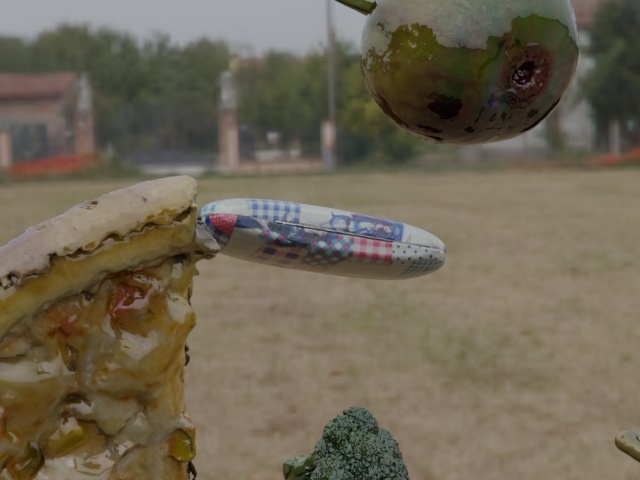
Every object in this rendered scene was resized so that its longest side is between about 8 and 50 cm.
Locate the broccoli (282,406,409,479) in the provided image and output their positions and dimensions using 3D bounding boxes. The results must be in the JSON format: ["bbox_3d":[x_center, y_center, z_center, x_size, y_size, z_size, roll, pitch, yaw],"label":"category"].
[{"bbox_3d":[0.033,0.259,1.505,0.137,0.162,0.146,5,52,34],"label":"broccoli"}]

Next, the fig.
[{"bbox_3d":[0.060,-0.150,0.998,0.149,0.149,0.245,-6,26,-40],"label":"fig"}]

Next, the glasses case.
[{"bbox_3d":[0.000,0.000,1.829,0.327,0.076,0.125,8,-12,-15],"label":"glasses case"}]

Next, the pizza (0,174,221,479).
[{"bbox_3d":[-0.284,0.163,1.344,0.391,0.435,0.080,-6,18,-24],"label":"pizza"}]

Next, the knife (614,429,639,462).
[{"bbox_3d":[0.303,0.190,0.922,0.256,0.022,0.046,32,14,24],"label":"knife"}]
